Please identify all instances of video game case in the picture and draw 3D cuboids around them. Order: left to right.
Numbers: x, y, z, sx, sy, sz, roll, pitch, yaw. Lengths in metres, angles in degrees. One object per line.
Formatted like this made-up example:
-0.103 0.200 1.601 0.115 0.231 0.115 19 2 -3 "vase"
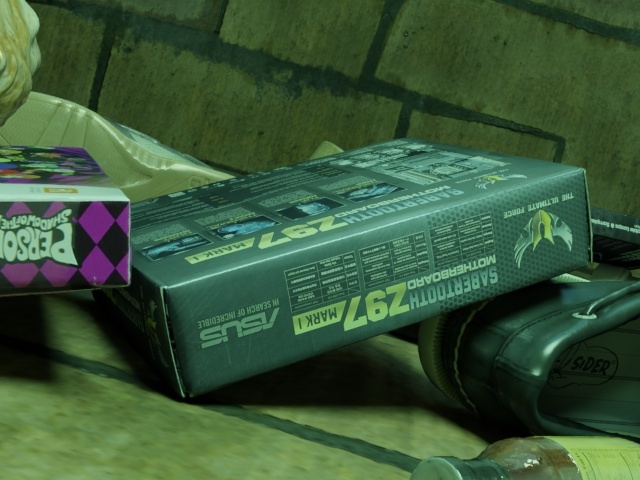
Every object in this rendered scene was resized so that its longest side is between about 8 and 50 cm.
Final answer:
-0.205 -0.017 0.441 0.210 0.041 0.232 0 10 -17 "video game case"

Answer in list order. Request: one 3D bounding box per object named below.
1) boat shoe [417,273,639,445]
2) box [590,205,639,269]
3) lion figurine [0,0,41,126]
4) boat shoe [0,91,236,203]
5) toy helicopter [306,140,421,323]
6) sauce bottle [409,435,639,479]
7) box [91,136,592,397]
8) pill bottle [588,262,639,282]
0.231 0.077 0.553 0.340 0.127 0.113 12 7 -20 "boat shoe"
0.253 -0.004 0.901 0.162 0.029 0.116 11 -10 -13 "box"
-0.326 -0.130 0.652 0.142 0.240 0.392 -38 8 -36 "lion figurine"
-0.194 -0.060 0.920 0.285 0.102 0.092 18 -1 -16 "boat shoe"
0.105 -0.001 0.897 0.235 0.140 0.355 41 -1 -41 "toy helicopter"
0.084 0.095 0.369 0.128 0.042 0.042 10 7 -40 "sauce bottle"
0.000 0.000 0.532 0.233 0.059 0.183 -16 17 -22 "box"
0.338 0.084 0.896 0.180 0.108 0.108 17 5 27 "pill bottle"
